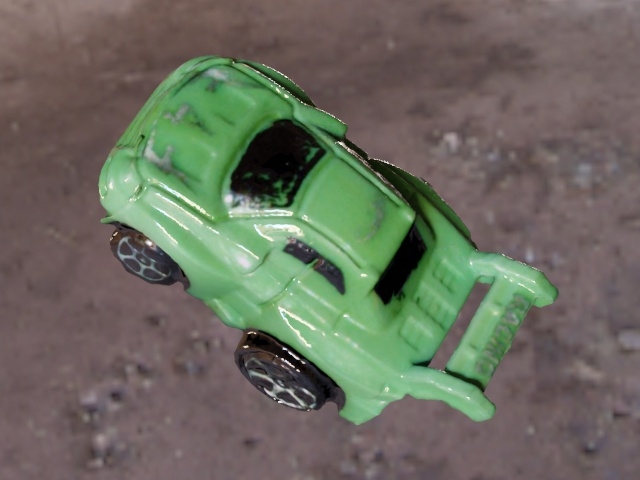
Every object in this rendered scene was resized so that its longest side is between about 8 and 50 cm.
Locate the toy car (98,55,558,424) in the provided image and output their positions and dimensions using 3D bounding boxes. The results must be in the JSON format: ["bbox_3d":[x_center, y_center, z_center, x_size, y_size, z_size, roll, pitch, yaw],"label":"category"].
[{"bbox_3d":[0.000,0.000,1.544,0.213,0.358,0.176,-56,17,-27],"label":"toy car"}]
